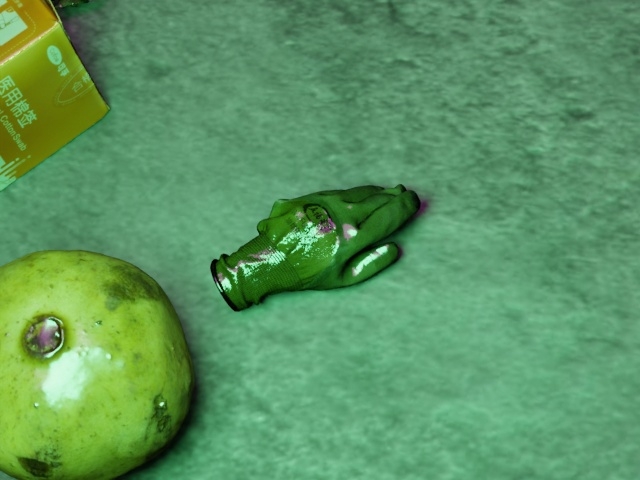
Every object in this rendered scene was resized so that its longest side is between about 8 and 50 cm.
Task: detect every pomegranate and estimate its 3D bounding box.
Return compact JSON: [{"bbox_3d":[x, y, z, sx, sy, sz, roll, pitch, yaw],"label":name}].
[{"bbox_3d":[-0.283,0.143,1.895,0.281,0.281,0.281,-5,60,9],"label":"pomegranate"}]

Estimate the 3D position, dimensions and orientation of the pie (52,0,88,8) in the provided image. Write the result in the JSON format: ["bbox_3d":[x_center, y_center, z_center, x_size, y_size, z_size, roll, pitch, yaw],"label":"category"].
[{"bbox_3d":[-0.487,-0.348,2.320,0.371,0.078,0.296,-43,62,-14],"label":"pie"}]

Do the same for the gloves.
[{"bbox_3d":[-0.003,0.001,2.006,0.268,0.107,0.135,-27,90,-6],"label":"gloves"}]

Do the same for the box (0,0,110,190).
[{"bbox_3d":[-0.462,-0.170,2.128,0.341,0.225,0.143,-37,62,-8],"label":"box"}]
